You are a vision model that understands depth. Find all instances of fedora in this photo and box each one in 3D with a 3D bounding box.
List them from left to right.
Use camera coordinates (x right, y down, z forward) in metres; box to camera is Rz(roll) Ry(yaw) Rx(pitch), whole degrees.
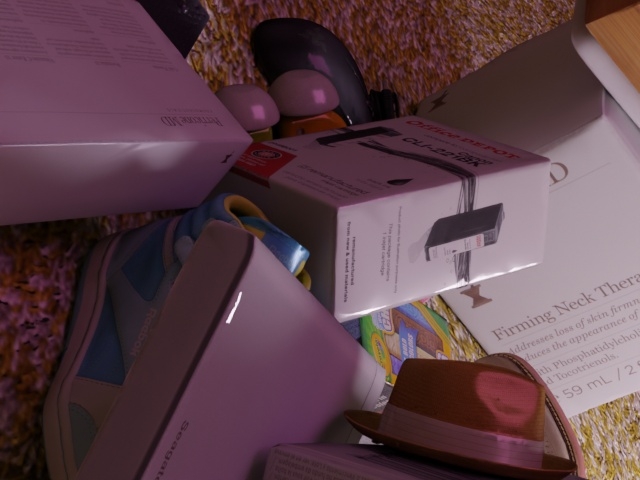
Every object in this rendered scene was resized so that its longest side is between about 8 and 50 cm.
[{"bbox_3d":[0.119,0.138,1.071,0.194,0.194,0.079,14,88,-54],"label":"fedora"}]

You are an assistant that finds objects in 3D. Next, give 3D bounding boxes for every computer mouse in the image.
[{"bbox_3d":[0.027,-0.190,1.634,0.272,0.072,0.188,38,38,-37],"label":"computer mouse"}]

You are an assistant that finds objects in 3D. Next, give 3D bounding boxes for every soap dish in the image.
[{"bbox_3d":[0.430,-0.220,1.582,0.291,0.118,0.229,46,34,-19],"label":"soap dish"}]

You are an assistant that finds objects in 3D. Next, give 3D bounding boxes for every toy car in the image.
[{"bbox_3d":[-0.066,-0.092,1.340,0.182,0.136,0.159,-19,118,-35],"label":"toy car"}]

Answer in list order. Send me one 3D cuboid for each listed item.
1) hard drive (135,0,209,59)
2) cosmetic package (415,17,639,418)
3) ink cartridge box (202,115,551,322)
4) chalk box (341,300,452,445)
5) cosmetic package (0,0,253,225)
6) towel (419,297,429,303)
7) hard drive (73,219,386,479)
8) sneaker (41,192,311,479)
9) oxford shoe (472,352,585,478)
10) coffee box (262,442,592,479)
[{"bbox_3d":[-0.224,-0.279,1.317,0.254,0.054,0.172,50,31,-22],"label":"hard drive"},{"bbox_3d":[0.346,-0.036,1.758,0.393,0.329,0.327,49,33,-22],"label":"cosmetic package"},{"bbox_3d":[0.054,-0.029,1.236,0.273,0.197,0.114,-13,115,-38],"label":"ink cartridge box"},{"bbox_3d":[0.024,0.115,1.313,0.213,0.132,0.132,36,39,-41],"label":"chalk box"},{"bbox_3d":[-0.260,-0.146,1.025,0.284,0.097,0.377,48,25,18],"label":"cosmetic package"},{"bbox_3d":[0.096,-0.008,1.553,0.144,0.029,0.197,-50,128,-73],"label":"towel"},{"bbox_3d":[-0.055,0.152,1.002,0.233,0.047,0.353,-64,155,-12],"label":"hard drive"},{"bbox_3d":[-0.103,0.089,1.047,0.127,0.208,0.319,38,37,-40],"label":"sneaker"},{"bbox_3d":[0.207,0.292,1.464,0.146,0.140,0.397,25,44,-39],"label":"oxford shoe"},{"bbox_3d":[0.151,0.355,0.989,0.338,0.338,0.334,13,88,-54],"label":"coffee box"}]
